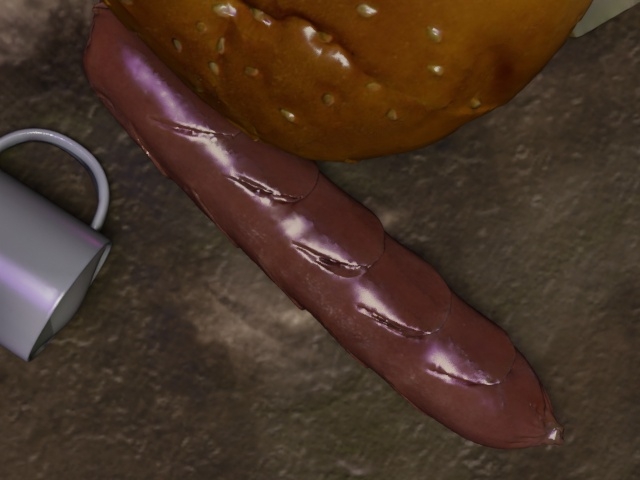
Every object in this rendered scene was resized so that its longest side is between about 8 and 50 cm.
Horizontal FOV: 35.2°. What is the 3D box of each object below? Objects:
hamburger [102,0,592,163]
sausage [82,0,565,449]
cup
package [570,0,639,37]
[{"bbox_3d":[0.012,-0.190,0.544,0.289,0.170,0.314,37,135,-9],"label":"hamburger"},{"bbox_3d":[0.000,0.001,0.684,0.433,0.088,0.088,43,96,-4],"label":"sausage"},{"bbox_3d":[-0.213,-0.004,0.688,0.133,0.136,0.099,33,130,-3],"label":"cup"},{"bbox_3d":[0.147,-0.311,0.602,0.311,0.221,0.165,44,75,-6],"label":"package"}]
